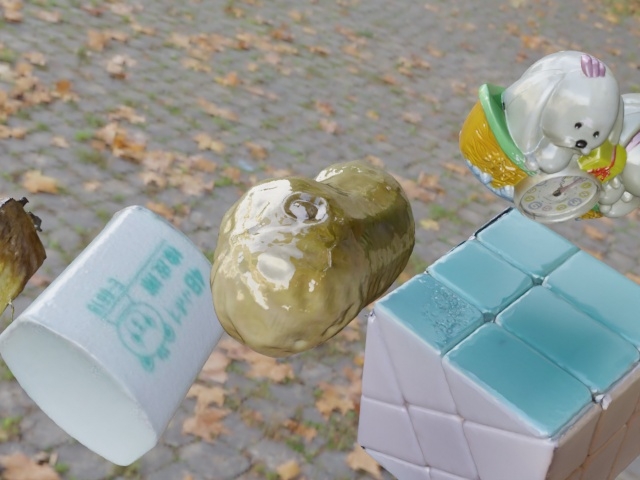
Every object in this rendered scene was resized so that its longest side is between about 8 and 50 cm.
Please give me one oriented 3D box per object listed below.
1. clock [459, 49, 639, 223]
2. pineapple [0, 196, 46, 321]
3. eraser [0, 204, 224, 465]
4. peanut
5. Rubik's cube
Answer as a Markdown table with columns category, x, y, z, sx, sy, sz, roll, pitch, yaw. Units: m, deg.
| category | x | y | z | sx | sy | sz | roll | pitch | yaw |
| --- | --- | --- | --- | --- | --- | --- | --- | --- | --- |
| clock | 0.222 | -0.085 | 0.906 | 0.231 | 0.144 | 0.103 | 20 | 51 | -36 |
| pineapple | -0.223 | 0.012 | 0.644 | 0.116 | 0.069 | 0.137 | -30 | 33 | -8 |
| eraser | -0.210 | 0.092 | 1.168 | 0.189 | 0.104 | 0.290 | 50 | 24 | -12 |
| peanut | 0.000 | 0.000 | 0.774 | 0.120 | 0.110 | 0.236 | 19 | 28 | 15 |
| Rubik's cube | 0.189 | 0.144 | 1.056 | 0.225 | 0.221 | 0.231 | -32 | 53 | -32 |
